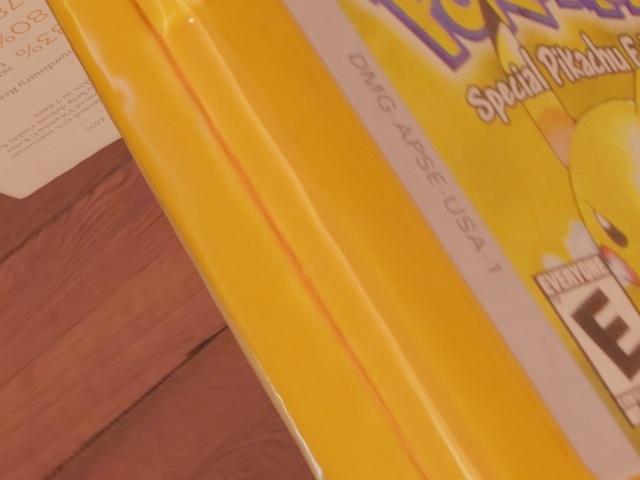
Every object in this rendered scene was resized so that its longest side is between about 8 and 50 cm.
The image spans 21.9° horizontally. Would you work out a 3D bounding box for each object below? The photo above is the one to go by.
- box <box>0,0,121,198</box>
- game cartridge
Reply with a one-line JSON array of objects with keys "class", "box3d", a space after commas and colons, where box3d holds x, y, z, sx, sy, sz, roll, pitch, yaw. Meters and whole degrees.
[{"class": "box", "box3d": [-0.195, -0.173, 0.834, 0.215, 0.345, 0.168, -31, 69, 16]}, {"class": "game cartridge", "box3d": [0.063, -0.048, 0.498, 0.285, 0.053, 0.323, -15, 70, -47]}]
